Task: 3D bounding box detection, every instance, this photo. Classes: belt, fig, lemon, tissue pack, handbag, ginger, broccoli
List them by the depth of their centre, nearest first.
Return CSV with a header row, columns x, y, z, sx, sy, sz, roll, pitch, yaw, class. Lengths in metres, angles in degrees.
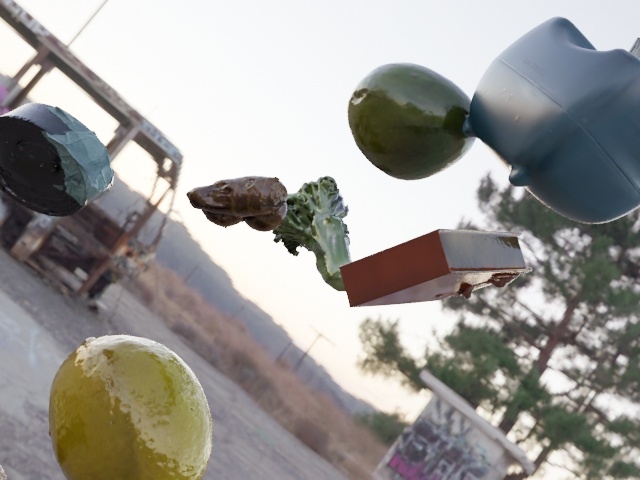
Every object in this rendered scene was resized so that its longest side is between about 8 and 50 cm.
x,y,z,sx,sy,sz,roll,pitch,yaw,class
0.127,0.029,0.919,0.127,0.063,0.190,-23,-15,36,handbag
0.319,-0.149,1.128,0.198,0.206,0.287,39,15,-28,tissue pack
-0.275,0.266,1.263,0.263,0.236,0.236,66,-14,-11,lemon
-0.396,-0.119,1.268,0.198,0.151,0.078,26,34,12,belt
0.143,-0.180,1.311,0.191,0.181,0.181,6,-23,27,fig
-0.125,-0.061,1.380,0.162,0.073,0.103,1,-31,9,ginger
0.006,0.003,1.587,0.304,0.164,0.146,-119,-168,-59,broccoli

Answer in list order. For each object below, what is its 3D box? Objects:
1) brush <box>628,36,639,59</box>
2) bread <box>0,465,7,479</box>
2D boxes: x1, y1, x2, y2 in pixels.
x,y,z,sx,sy,sz,roll,pitch,yaw,class
0.473,-0.196,1.489,0.017,0.314,0.090,32,1,39,brush
-0.517,0.326,1.201,0.233,0.104,0.076,23,48,-66,bread
